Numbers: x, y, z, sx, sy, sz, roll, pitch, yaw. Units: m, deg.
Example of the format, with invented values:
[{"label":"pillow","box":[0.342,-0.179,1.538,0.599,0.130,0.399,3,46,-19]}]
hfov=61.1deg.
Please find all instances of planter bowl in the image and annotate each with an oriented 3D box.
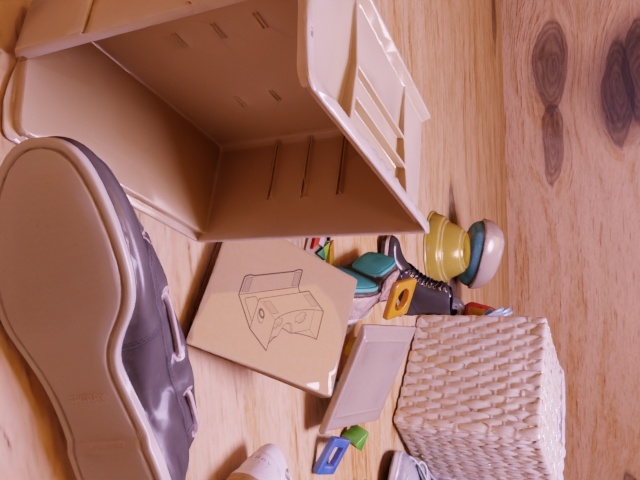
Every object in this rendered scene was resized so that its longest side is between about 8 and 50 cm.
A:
[{"label":"planter bowl","box":[0.352,0.026,1.471,0.217,0.090,0.217,3,87,-64]}]

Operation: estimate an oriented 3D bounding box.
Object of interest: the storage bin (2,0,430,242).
[{"label":"storage bin","box":[-0.067,-0.100,0.458,0.260,0.262,0.123,37,56,-57]}]

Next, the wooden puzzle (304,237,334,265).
[{"label":"wooden puzzle","box":[0.000,0.000,0.862,0.116,0.014,0.078,30,63,-59]}]

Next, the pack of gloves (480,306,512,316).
[{"label":"pack of gloves","box":[0.423,0.252,1.498,0.195,0.232,0.046,56,12,-50]}]

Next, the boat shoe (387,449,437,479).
[{"label":"boat shoe","box":[0.221,0.551,1.186,0.320,0.103,0.118,62,37,-42]}]

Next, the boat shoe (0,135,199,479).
[{"label":"boat shoe","box":[-0.170,0.077,0.442,0.095,0.112,0.335,-71,157,-67]}]

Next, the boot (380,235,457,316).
[{"label":"boot","box":[0.207,0.072,1.131,0.077,0.137,0.197,-57,137,-48]}]

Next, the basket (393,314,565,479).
[{"label":"basket","box":[0.381,0.370,1.261,0.266,0.331,0.328,62,38,-39]}]

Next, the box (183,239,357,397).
[{"label":"box","box":[-0.050,0.081,0.655,0.201,0.021,0.164,30,60,-29]}]

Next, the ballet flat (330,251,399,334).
[{"label":"ballet flat","box":[0.051,0.091,0.871,0.316,0.108,0.106,-9,118,-62]}]

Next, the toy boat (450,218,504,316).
[{"label":"toy boat","box":[0.440,0.090,1.585,0.267,0.148,0.318,86,16,-60]}]

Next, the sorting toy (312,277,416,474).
[{"label":"sorting toy","box":[0.073,0.215,0.890,0.196,0.047,0.347,13,101,-56]}]

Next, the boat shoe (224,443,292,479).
[{"label":"boat shoe","box":[-0.040,0.384,0.682,0.096,0.098,0.277,-39,122,-56]}]
